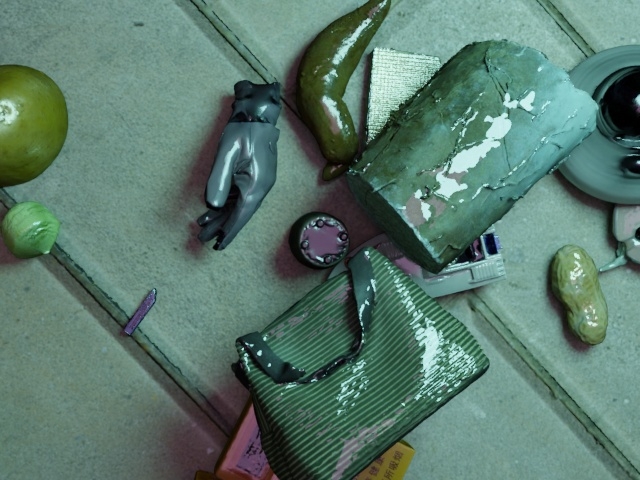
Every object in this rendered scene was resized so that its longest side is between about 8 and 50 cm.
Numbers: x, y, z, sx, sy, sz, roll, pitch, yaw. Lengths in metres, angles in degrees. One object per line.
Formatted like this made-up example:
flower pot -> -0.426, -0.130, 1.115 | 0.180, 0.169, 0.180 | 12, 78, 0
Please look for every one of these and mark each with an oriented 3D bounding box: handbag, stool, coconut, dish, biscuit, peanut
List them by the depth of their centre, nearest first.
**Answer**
handbag -> 0.038, 0.180, 1.078 | 0.340, 0.247, 0.240 | -36, 82, -12
coconut -> -0.447, -0.013, 1.165 | 0.088, 0.088, 0.096 | -40, 73, -6
stool -> 0.000, 0.000, 1.200 | 0.096, 0.110, 0.096 | 0, 91, -8
dish -> 0.503, -0.204, 1.202 | 0.273, 0.134, 0.274 | -3, 78, 13
biscuit -> 0.132, -0.214, 1.254 | 0.121, 0.040, 0.200 | 6, 88, -10
peanut -> 0.432, 0.092, 1.261 | 0.080, 0.080, 0.175 | -18, 90, -6

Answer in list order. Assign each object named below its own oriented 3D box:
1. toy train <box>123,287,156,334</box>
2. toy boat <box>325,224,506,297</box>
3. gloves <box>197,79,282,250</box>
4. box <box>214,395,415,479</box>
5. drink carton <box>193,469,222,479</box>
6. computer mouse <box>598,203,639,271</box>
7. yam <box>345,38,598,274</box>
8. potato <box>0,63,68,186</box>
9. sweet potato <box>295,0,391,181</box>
toy train -> -0.286, 0.114, 1.213 | 0.017, 0.017, 0.083 | 36, 86, -7
toy boat -> 0.150, 0.039, 1.228 | 0.295, 0.088, 0.129 | -14, 90, 2
gloves -> -0.125, -0.122, 1.183 | 0.119, 0.142, 0.286 | 17, 88, 22
box -> -0.010, 0.348, 1.210 | 0.274, 0.076, 0.174 | 27, 85, -5
drink carton -> -0.155, 0.417, 1.118 | 0.096, 0.223, 0.071 | 16, 88, -5
computer mouse -> 0.626, -0.070, 1.270 | 0.389, 0.115, 0.200 | -34, 89, -7
yam -> 0.217, -0.130, 1.135 | 0.348, 0.241, 0.241 | -44, 93, -13
potato -> -0.485, -0.181, 1.133 | 0.203, 0.158, 0.178 | -34, 94, -10
sweet potato -> 0.022, -0.251, 1.215 | 0.124, 0.098, 0.310 | 12, 92, -3
